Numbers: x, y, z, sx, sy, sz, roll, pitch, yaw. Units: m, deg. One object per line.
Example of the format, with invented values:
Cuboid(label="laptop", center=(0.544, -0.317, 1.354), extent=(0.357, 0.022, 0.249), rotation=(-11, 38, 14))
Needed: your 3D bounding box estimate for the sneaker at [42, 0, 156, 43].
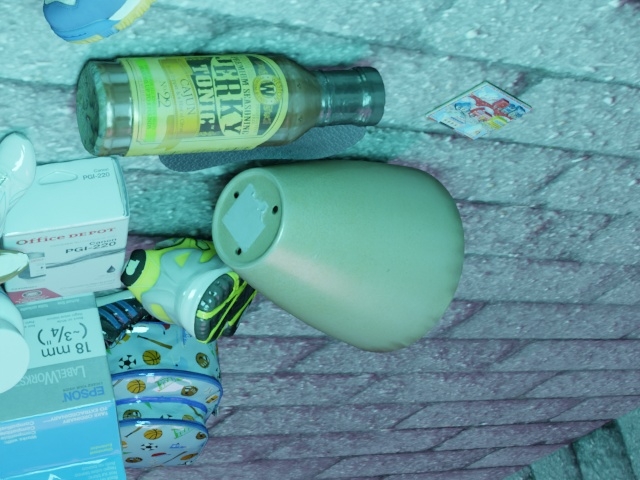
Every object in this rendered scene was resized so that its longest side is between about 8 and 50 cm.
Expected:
Cuboid(label="sneaker", center=(-0.175, -0.292, 1.326), extent=(0.131, 0.112, 0.296), rotation=(28, 134, -35))

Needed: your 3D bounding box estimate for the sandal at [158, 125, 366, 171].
Cuboid(label="sandal", center=(-0.073, -0.139, 1.791), extent=(0.254, 0.054, 0.097), rotation=(-6, 150, 2))

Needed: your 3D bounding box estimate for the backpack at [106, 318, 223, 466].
Cuboid(label="backpack", center=(-0.277, 0.237, 2.339), extent=(0.276, 0.213, 0.263), rotation=(-2, 143, -23))

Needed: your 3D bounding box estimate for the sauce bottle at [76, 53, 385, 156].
Cuboid(label="sauce bottle", center=(-0.094, -0.156, 1.653), extent=(0.344, 0.111, 0.111), rotation=(-7, 156, -24))

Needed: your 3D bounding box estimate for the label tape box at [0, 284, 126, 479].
Cuboid(label="label tape box", center=(-0.401, 0.203, 1.991), extent=(0.241, 0.333, 0.106), rotation=(-10, 157, -12))

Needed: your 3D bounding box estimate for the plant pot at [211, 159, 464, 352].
Cuboid(label="plant pot", center=(0.000, 0.000, 1.894), extent=(0.256, 0.256, 0.274), rotation=(-31, 150, 34))

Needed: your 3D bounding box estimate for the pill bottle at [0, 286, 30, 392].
Cuboid(label="pill bottle", center=(-0.445, 0.102, 1.851), extent=(0.124, 0.221, 0.124), rotation=(-14, 120, -26))

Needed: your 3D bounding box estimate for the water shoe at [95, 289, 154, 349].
Cuboid(label="water shoe", center=(-0.310, 0.125, 2.197), extent=(0.203, 0.080, 0.073), rotation=(-9, 157, -16))

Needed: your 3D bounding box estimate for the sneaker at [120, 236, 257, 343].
Cuboid(label="sneaker", center=(-0.163, 0.047, 2.040), extent=(0.147, 0.145, 0.385), rotation=(27, 180, 6))

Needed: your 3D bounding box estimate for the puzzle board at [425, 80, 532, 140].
Cuboid(label="puzzle board", center=(0.210, -0.167, 1.943), extent=(0.096, 0.011, 0.128), rotation=(-28, 154, 27))

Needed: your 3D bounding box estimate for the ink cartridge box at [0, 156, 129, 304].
Cuboid(label="ink cartridge box", center=(-0.328, -0.010, 1.863), extent=(0.158, 0.092, 0.218), rotation=(-9, 155, -15))

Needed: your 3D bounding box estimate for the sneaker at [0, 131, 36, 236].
Cuboid(label="sneaker", center=(-0.373, -0.052, 1.697), extent=(0.152, 0.054, 0.061), rotation=(-64, 172, 12))

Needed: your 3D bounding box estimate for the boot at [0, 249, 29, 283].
Cuboid(label="boot", center=(-0.411, 0.034, 1.778), extent=(0.118, 0.042, 0.087), rotation=(-12, -176, -13))
